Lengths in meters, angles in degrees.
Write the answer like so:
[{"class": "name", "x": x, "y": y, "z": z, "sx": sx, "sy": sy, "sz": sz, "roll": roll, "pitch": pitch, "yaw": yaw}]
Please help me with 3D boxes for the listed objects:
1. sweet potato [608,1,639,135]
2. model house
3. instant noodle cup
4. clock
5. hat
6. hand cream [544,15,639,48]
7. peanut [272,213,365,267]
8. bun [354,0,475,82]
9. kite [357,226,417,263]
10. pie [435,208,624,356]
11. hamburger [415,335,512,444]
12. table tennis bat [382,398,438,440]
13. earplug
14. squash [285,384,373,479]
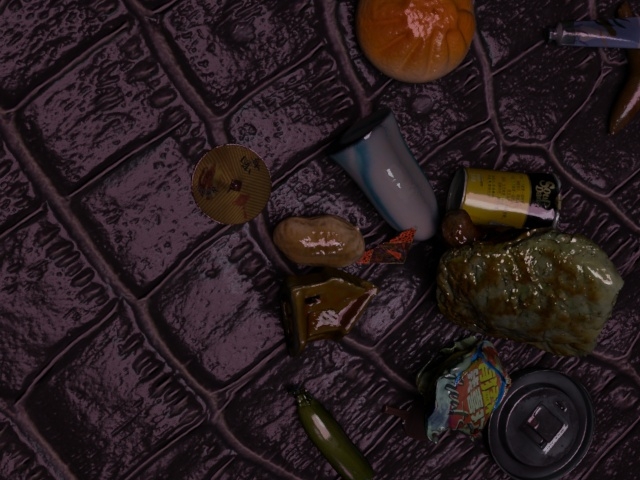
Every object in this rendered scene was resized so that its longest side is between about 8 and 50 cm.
[{"class": "sweet potato", "x": 0.813, "y": -0.443, "z": 1.946, "sx": 0.108, "sy": 0.079, "sz": 0.346, "roll": 2, "pitch": 92, "yaw": -1}, {"class": "model house", "x": 0.029, "y": 0.154, "z": 1.757, "sx": 0.239, "sy": 0.268, "sz": 0.173, "roll": -12, "pitch": 78, "yaw": -13}, {"class": "instant noodle cup", "x": 0.441, "y": -0.084, "z": 1.840, "sx": 0.236, "sy": 0.215, "sz": 0.216, "roll": 10, "pitch": 93, "yaw": -6}, {"class": "clock", "x": 0.572, "y": 0.484, "z": 1.986, "sx": 0.312, "sy": 0.061, "sz": 0.313, "roll": -1, "pitch": 96, "yaw": -13}, {"class": "hat", "x": -0.200, "y": -0.129, "z": 1.743, "sx": 0.193, "sy": 0.082, "sz": 0.193, "roll": -1, "pitch": 94, "yaw": -13}, {"class": "hand cream", "x": 0.705, "y": -0.526, "z": 1.905, "sx": 0.271, "sy": 0.058, "sz": 0.091, "roll": -1, "pitch": 82, "yaw": -3}, {"class": "peanut", "x": 0.000, "y": 0.000, "z": 1.777, "sx": 0.224, "sy": 0.129, "sz": 0.129, "roll": 1, "pitch": 95, "yaw": -15}, {"class": "bun", "x": 0.236, "y": -0.518, "z": 1.763, "sx": 0.298, "sy": 0.165, "sz": 0.299, "roll": -2, "pitch": 97, "yaw": -13}, {"class": "kite", "x": 0.173, "y": 0.034, "z": 1.850, "sx": 0.222, "sy": 0.008, "sz": 0.125, "roll": -26, "pitch": 141, "yaw": 26}, {"class": "pie", "x": 0.472, "y": 0.123, "z": 1.734, "sx": 0.180, "sy": 0.418, "sz": 0.395, "roll": -53, "pitch": 144, "yaw": -31}, {"class": "hamburger", "x": 0.334, "y": 0.359, "z": 1.870, "sx": 0.276, "sy": 0.150, "sz": 0.261, "roll": 13, "pitch": 98, "yaw": -42}, {"class": "table tennis bat", "x": 0.250, "y": 0.456, "z": 1.881, "sx": 0.169, "sy": 0.119, "sz": 0.108, "roll": 19, "pitch": 89, "yaw": -15}, {"class": "earplug", "x": 0.174, "y": -0.130, "z": 1.789, "sx": 0.185, "sy": 0.185, "sz": 0.324, "roll": -38, "pitch": 107, "yaw": -7}, {"class": "squash", "x": 0.024, "y": 0.486, "z": 1.852, "sx": 0.087, "sy": 0.087, "sz": 0.331, "roll": -37, "pitch": 100, "yaw": -7}]
